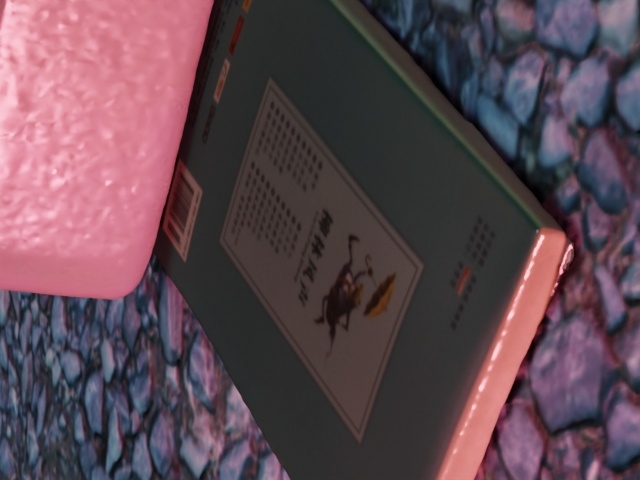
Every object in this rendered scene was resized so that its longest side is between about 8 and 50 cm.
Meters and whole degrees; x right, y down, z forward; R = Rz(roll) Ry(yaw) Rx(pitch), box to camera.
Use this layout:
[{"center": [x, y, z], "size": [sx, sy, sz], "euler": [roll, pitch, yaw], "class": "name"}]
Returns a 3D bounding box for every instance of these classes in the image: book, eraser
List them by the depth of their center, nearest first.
[{"center": [0.000, 0.000, 1.067], "size": [0.379, 0.031, 0.264], "euler": [54, 136, 46], "class": "book"}, {"center": [-0.181, -0.115, 1.232], "size": [0.331, 0.150, 0.331], "euler": [-34, 52, 58], "class": "eraser"}]
